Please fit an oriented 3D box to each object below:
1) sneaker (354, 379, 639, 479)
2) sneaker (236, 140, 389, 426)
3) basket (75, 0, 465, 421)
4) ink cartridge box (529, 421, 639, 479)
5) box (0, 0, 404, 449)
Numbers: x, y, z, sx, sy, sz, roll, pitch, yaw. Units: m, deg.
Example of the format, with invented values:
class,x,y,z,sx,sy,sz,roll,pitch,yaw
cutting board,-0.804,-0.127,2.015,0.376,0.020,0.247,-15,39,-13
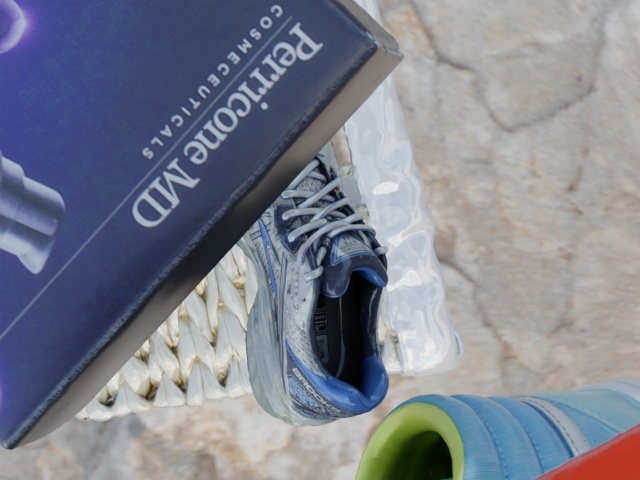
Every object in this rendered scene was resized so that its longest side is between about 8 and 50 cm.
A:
class,x,y,z,sx,sy,sz,roll,pitch,yaw
sneaker,0.108,0.183,0.564,0.127,0.208,0.319,-57,44,28
sneaker,0.000,0.000,0.551,0.058,0.052,0.135,-2,103,58
basket,-0.069,-0.063,1.123,0.266,0.331,0.328,-14,98,0
ink cartridge box,0.028,0.188,0.412,0.060,0.275,0.239,38,140,43
box,-0.100,-0.069,0.454,0.207,0.108,0.153,42,99,1
